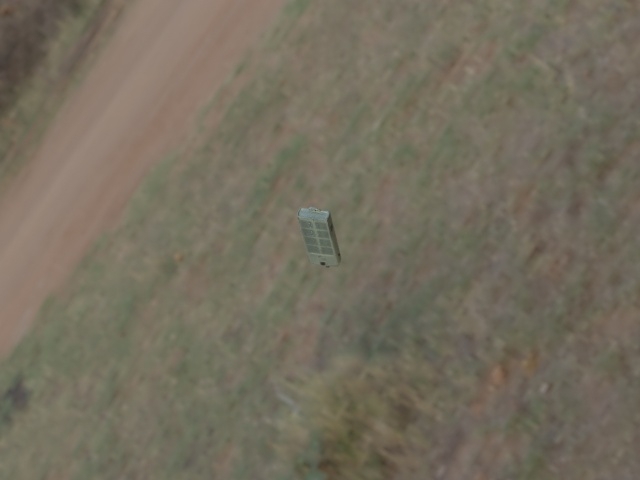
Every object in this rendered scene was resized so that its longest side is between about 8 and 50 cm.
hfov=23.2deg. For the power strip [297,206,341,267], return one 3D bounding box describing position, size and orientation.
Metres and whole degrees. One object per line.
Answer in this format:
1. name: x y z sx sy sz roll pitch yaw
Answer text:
1. power strip: 0.000 0.000 2.286 0.136 0.051 0.019 77 -156 -51
